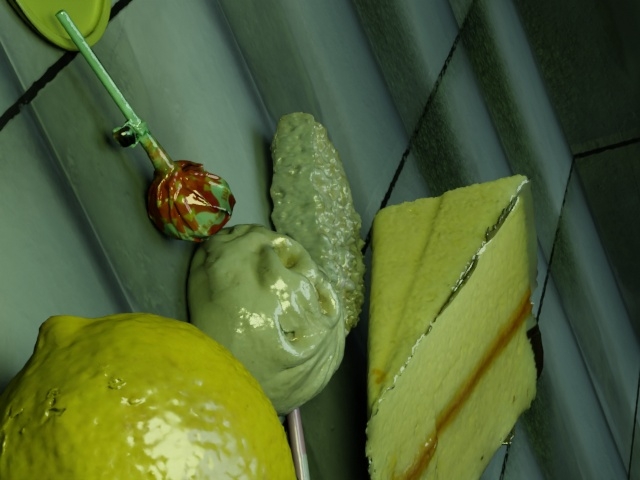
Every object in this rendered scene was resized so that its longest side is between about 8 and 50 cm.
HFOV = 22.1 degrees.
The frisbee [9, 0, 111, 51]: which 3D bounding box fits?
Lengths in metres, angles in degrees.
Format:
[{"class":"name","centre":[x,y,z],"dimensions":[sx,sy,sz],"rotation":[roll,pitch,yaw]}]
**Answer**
[{"class":"frisbee","centre":[-0.271,-0.296,1.592],"dimensions":[0.236,0.017,0.236],"rotation":[-15,90,-69]}]

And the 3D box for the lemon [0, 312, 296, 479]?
[{"class":"lemon","centre":[-0.142,0.190,1.278],"dimensions":[0.267,0.267,0.267],"rotation":[-15,90,-69]}]

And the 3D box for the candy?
[{"class":"candy","centre":[-0.177,-0.112,1.621],"dimensions":[0.287,0.084,0.078],"rotation":[59,31,-31]}]

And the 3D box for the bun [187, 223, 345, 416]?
[{"class":"bun","centre":[-0.046,0.078,1.749],"dimensions":[0.231,0.133,0.231],"rotation":[45,36,-48]}]

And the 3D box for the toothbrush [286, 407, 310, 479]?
[{"class":"toothbrush","centre":[-0.032,0.181,1.859],"dimensions":[0.020,0.025,0.286],"rotation":[24,55,-63]}]

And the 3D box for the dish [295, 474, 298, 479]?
[{"class":"dish","centre":[-0.094,0.226,1.561],"dimensions":[0.221,0.108,0.262],"rotation":[-39,112,-68]}]

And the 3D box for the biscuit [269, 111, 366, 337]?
[{"class":"biscuit","centre":[0.000,0.000,1.984],"dimensions":[0.179,0.084,0.281],"rotation":[36,46,-65]}]

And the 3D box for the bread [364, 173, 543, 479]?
[{"class":"bread","centre":[0.161,0.192,1.974],"dimensions":[0.405,0.242,0.345],"rotation":[-90,171,-47]}]
